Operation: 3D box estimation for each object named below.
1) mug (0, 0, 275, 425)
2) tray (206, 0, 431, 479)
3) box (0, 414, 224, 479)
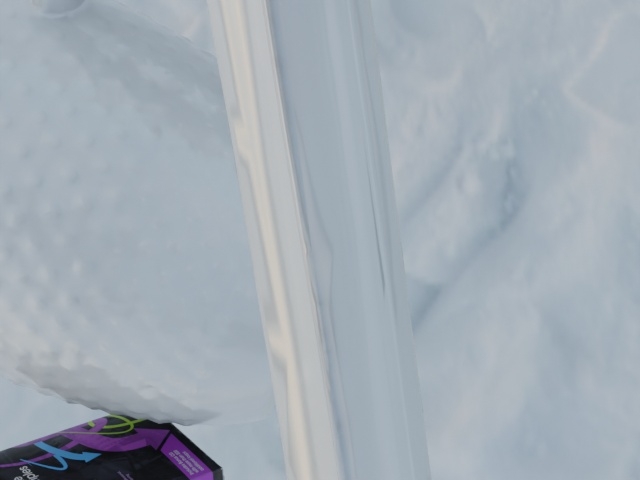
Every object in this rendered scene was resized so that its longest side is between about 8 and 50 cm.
[{"bbox_3d":[-0.131,-0.056,1.375,0.328,0.276,0.374,26,119,1],"label":"mug"},{"bbox_3d":[0.000,0.000,0.533,0.030,0.145,0.270,-11,115,-6],"label":"tray"},{"bbox_3d":[-0.166,0.171,1.399,0.162,0.116,0.029,-19,120,-27],"label":"box"}]
